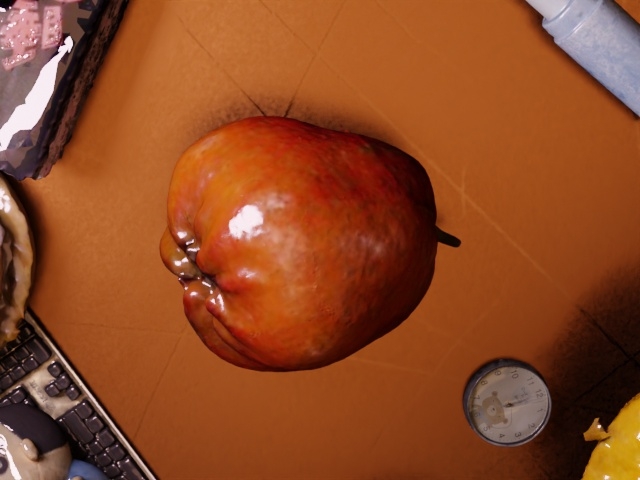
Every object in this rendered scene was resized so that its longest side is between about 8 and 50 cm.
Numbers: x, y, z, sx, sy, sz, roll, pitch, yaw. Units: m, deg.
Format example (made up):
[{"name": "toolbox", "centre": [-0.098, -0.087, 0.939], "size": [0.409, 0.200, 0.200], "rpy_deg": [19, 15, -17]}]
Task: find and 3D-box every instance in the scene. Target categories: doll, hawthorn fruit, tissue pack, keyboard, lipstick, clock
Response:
[{"name": "doll", "centre": [-0.244, 0.218, 1.209], "size": [0.179, 0.089, 0.102], "rpy_deg": [49, 138, -7]}, {"name": "hawthorn fruit", "centre": [0.000, 0.000, 1.151], "size": [0.261, 0.224, 0.224], "rpy_deg": [-12, 102, -24]}, {"name": "tissue pack", "centre": [-0.280, -0.238, 1.127], "size": [0.245, 0.123, 0.332], "rpy_deg": [24, 96, -2]}, {"name": "keyboard", "centre": [-0.226, 0.212, 1.262], "size": [0.106, 0.027, 0.317], "rpy_deg": [-35, 101, 4]}, {"name": "lipstick", "centre": [0.214, -0.207, 1.179], "size": [0.274, 0.068, 0.061], "rpy_deg": [39, 103, -10]}, {"name": "clock", "centre": [0.177, 0.155, 1.275], "size": [0.085, 0.017, 0.085], "rpy_deg": [-1, 101, -3]}]

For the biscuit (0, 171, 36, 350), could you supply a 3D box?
[{"name": "biscuit", "centre": [-0.381, 0.022, 1.181], "size": [0.259, 0.079, 0.259], "rpy_deg": [0, 94, 3]}]

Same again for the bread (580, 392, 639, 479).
[{"name": "bread", "centre": [0.419, 0.253, 1.139], "size": [0.398, 0.215, 0.398], "rpy_deg": [4, 96, 40]}]
